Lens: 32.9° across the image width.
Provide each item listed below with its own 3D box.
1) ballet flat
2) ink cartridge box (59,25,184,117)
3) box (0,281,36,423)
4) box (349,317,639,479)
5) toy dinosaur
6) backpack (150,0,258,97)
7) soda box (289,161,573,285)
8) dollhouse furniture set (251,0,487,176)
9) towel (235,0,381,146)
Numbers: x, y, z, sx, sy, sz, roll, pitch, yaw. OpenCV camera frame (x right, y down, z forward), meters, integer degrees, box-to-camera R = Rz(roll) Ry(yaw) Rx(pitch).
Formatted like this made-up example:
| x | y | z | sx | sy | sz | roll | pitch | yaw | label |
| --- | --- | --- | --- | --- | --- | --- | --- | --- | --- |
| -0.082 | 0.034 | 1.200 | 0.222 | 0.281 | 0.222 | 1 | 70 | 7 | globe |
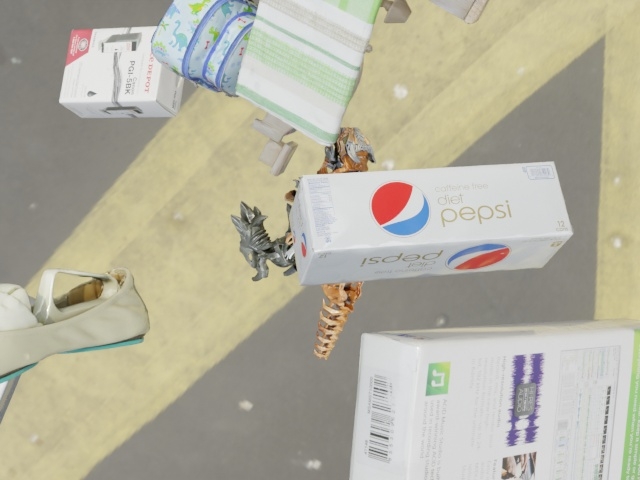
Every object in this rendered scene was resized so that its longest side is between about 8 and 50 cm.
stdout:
| x | y | z | sx | sy | sz | roll | pitch | yaw | label |
| --- | --- | --- | --- | --- | --- | --- | --- | --- | --- |
| -0.247 | 0.067 | 0.925 | 0.086 | 0.248 | 0.086 | 7 | 102 | 34 | ballet flat |
| -0.237 | -0.203 | 1.308 | 0.135 | 0.056 | 0.099 | 1 | 76 | 21 | ink cartridge box |
| -0.397 | 0.096 | 1.137 | 0.186 | 0.038 | 0.145 | 24 | 95 | 5 | box |
| 0.149 | 0.177 | 0.793 | 0.058 | 0.322 | 0.232 | 9 | 95 | 48 | box |
| 0.000 | 0.000 | 1.571 | 0.218 | 0.322 | 0.164 | 6 | 165 | 39 | toy dinosaur |
| -0.103 | -0.200 | 1.070 | 0.084 | 0.114 | 0.105 | 34 | 100 | 19 | backpack |
| 0.088 | -0.014 | 0.883 | 0.216 | 0.069 | 0.074 | -3 | 156 | -12 | soda box |
| 0.044 | -0.184 | 1.298 | 0.174 | 0.303 | 0.355 | 31 | 107 | 5 | dollhouse furniture set |
| -0.010 | -0.171 | 0.942 | 0.113 | 0.023 | 0.152 | 32 | 123 | 18 | towel |
